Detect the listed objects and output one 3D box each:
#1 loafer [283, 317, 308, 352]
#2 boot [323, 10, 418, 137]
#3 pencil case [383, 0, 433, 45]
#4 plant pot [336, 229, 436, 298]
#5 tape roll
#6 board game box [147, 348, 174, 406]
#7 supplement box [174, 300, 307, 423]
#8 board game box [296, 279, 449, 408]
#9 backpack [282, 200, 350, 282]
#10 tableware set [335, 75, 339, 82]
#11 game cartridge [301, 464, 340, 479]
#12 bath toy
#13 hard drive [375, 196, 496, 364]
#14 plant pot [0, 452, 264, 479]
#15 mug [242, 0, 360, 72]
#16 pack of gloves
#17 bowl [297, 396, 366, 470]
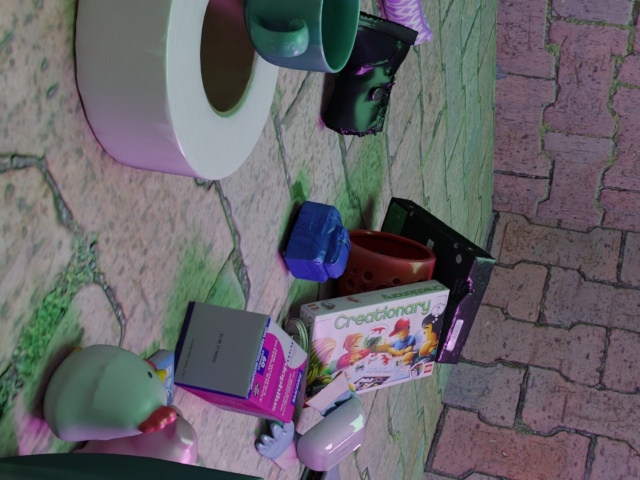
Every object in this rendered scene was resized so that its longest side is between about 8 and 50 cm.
[{"bbox_3d":[-0.050,0.194,1.532,0.039,0.045,0.125,-40,140,-55],"label":"loafer"},{"bbox_3d":[0.055,-0.279,1.501,0.246,0.094,0.207,0,115,-52],"label":"boot"},{"bbox_3d":[0.175,-0.476,1.808,0.206,0.088,0.086,54,50,-68],"label":"pencil case"},{"bbox_3d":[0.118,0.085,1.777,0.191,0.191,0.174,-35,140,-67],"label":"plant pot"},{"bbox_3d":[-0.135,-0.209,0.934,0.286,0.100,0.286,9,90,-73],"label":"tape roll"},{"bbox_3d":[-0.204,0.188,1.066,0.090,0.020,0.090,-41,137,-64],"label":"board game box"},{"bbox_3d":[-0.105,0.172,1.222,0.220,0.114,0.111,58,43,-68],"label":"supplement box"},{"bbox_3d":[0.092,0.187,1.651,0.305,0.053,0.193,-9,119,-32],"label":"board game box"},{"bbox_3d":[0.000,0.000,1.488,0.098,0.101,0.120,79,22,-64],"label":"backpack"},{"bbox_3d":[0.082,-0.313,1.677,0.194,0.039,0.128,51,51,-68],"label":"tableware set"},{"bbox_3d":[-0.028,0.592,1.805,0.198,0.062,0.297,89,20,-45],"label":"game cartridge"},{"bbox_3d":[-0.185,0.247,0.969,0.151,0.129,0.348,-59,153,-43],"label":"bath toy"},{"bbox_3d":[0.215,0.075,1.860,0.064,0.339,0.236,8,108,-30],"label":"hard drive"},{"bbox_3d":[-0.197,0.264,0.764,0.166,0.234,0.165,29,72,-71],"label":"plant pot"},{"bbox_3d":[-0.027,-0.244,0.924,0.158,0.097,0.129,-2,102,-72],"label":"mug"},{"bbox_3d":[-0.027,0.310,1.580,0.195,0.046,0.232,-40,155,-7],"label":"pack of gloves"},{"bbox_3d":[0.029,0.360,1.625,0.142,0.053,0.142,-34,152,-20],"label":"bowl"}]
